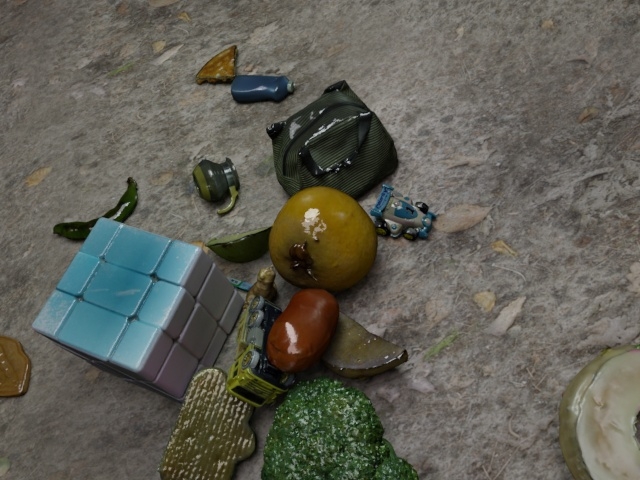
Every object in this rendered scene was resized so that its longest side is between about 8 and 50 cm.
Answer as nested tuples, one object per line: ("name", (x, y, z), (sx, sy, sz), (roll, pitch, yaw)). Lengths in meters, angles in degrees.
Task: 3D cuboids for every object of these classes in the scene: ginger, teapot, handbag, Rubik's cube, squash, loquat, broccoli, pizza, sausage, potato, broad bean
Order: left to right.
("broad bean", (-0.662, -0.077, 1.896), (0.292, 0.049, 0.144), (-37, 54, -12))
("Rubik's cube", (-0.426, 0.178, 1.537), (0.322, 0.319, 0.316), (17, 67, 22))
("teapot", (-0.296, -0.162, 1.825), (0.119, 0.130, 0.165), (-21, 90, -17))
("pizza", (-0.315, -0.576, 2.086), (0.176, 0.036, 0.184), (29, 73, 38))
("squash", (-0.216, 0.024, 1.700), (0.192, 0.184, 0.085), (-14, 98, 8))
("ginger", (-0.142, 0.122, 1.614), (0.067, 0.165, 0.096), (44, 40, 15))
("sausage", (-0.034, 0.202, 1.420), (0.133, 0.133, 0.258), (8, 29, 17))
("loquat", (0.000, 0.000, 1.564), (0.275, 0.275, 0.275), (-6, 60, 10))
("handbag", (0.030, -0.260, 1.728), (0.341, 0.240, 0.247), (-33, 55, -5))
("broccoli", (0.026, 0.476, 1.280), (0.413, 0.310, 0.321), (26, 69, 44))
("potato", (0.085, 0.273, 1.477), (0.138, 0.098, 0.243), (-43, 43, -21))

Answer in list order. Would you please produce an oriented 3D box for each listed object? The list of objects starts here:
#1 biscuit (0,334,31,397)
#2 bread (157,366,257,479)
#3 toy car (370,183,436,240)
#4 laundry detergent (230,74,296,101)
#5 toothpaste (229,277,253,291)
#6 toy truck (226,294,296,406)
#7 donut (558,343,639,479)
("biscuit", (-0.868, 0.345, 1.712), (0.142, 0.029, 0.220), (-37, 60, -9))
("bread", (-0.247, 0.452, 1.462), (0.207, 0.056, 0.286), (23, 77, -2))
("toy car", (0.216, -0.072, 1.657), (0.161, 0.098, 0.126), (18, 69, 23))
("laundry detergent", (-0.178, -0.489, 2.007), (0.206, 0.061, 0.096), (2, 50, 13))
("toothpaste", (-0.209, 0.123, 1.692), (0.083, 0.017, 0.020), (18, 67, 21))
("toy truck", (-0.149, 0.267, 1.496), (0.157, 0.124, 0.272), (-46, 24, 28))
("donut", (0.648, 0.379, 1.272), (0.371, 0.150, 0.307), (-42, 60, -12))
